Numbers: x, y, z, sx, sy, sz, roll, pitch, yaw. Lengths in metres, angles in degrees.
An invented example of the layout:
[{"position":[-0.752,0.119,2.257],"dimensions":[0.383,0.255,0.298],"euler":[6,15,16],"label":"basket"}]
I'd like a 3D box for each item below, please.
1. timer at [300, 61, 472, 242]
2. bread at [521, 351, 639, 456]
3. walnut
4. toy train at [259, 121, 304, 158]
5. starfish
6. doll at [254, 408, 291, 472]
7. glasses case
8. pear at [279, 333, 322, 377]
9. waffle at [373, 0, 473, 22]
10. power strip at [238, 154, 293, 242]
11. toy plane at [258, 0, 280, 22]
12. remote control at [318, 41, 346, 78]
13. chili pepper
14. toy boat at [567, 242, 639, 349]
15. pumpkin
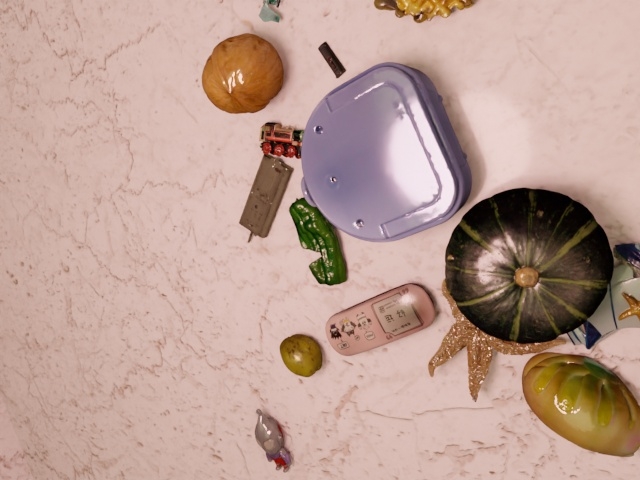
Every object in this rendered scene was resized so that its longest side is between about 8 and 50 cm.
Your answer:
[{"position":[0.127,-0.181,1.235],"dimensions":[0.395,0.173,0.394],"euler":[7,107,24],"label":"timer"},{"position":[0.565,0.355,1.161],"dimensions":[0.261,0.156,0.158],"euler":[25,114,19],"label":"bread"},{"position":[-0.189,-0.401,1.313],"dimensions":[0.196,0.221,0.195],"euler":[4,124,6],"label":"walnut"},{"position":[-0.094,-0.259,1.398],"dimensions":[0.138,0.050,0.086],"euler":[12,102,22],"label":"toy train"},{"position":[0.385,0.231,1.271],"dimensions":[0.299,0.060,0.302],"euler":[33,104,16],"label":"starfish"},{"position":[-0.151,0.607,1.638],"dimensions":[0.102,0.075,0.227],"euler":[-3,114,37],"label":"doll"},{"position":[0.147,0.207,1.380],"dimensions":[0.314,0.075,0.122],"euler":[-27,93,29],"label":"glasses case"},{"position":[-0.053,0.317,1.493],"dimensions":[0.131,0.107,0.107],"euler":[51,120,20],"label":"pear"},{"position":[0.235,-0.618,1.132],"dimensions":[0.329,0.062,0.329],"euler":[8,108,25],"label":"waffle"},{"position":[-0.157,-0.106,1.477],"dimensions":[0.092,0.034,0.267],"euler":[31,115,16],"label":"power strip"},{"position":[-0.112,-0.654,1.305],"dimensions":[0.096,0.060,0.234],"euler":[20,108,7],"label":"toy plane"},{"position":[0.026,-0.441,1.309],"dimensions":[0.034,0.016,0.091],"euler":[-36,85,34],"label":"remote control"},{"position":[-0.001,0.000,1.402],"dimensions":[0.099,0.083,0.253],"euler":[-17,100,30],"label":"chili pepper"},{"position":[0.645,0.134,1.135],"dimensions":[0.220,0.067,0.291],"euler":[47,129,10],"label":"toy boat"},{"position":[0.416,0.051,1.100],"dimensions":[0.323,0.241,0.323],"euler":[0,91,18],"label":"pumpkin"}]
